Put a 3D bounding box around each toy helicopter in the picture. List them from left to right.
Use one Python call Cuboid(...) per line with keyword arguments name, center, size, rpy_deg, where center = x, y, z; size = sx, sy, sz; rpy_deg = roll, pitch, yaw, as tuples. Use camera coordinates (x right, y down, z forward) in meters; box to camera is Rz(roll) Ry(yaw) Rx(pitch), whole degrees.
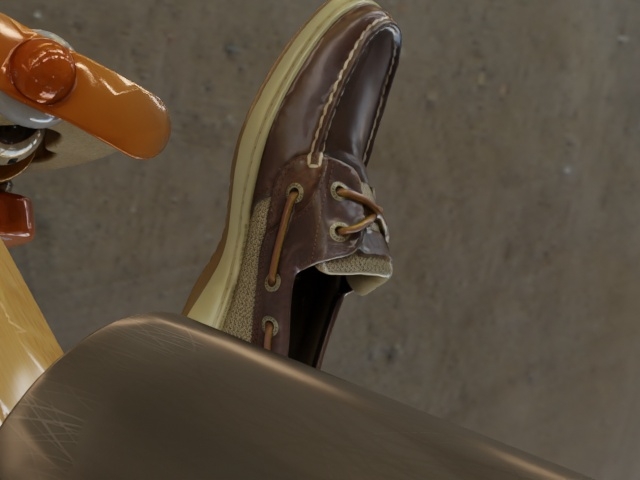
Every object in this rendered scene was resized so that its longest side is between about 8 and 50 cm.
Cuboid(name="toy helicopter", center=(-0.258, -0.087, 0.948), size=(0.355, 0.235, 0.140), rpy_deg=(9, 75, -54))

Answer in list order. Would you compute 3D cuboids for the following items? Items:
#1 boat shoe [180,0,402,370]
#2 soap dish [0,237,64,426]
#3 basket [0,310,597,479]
Cuboid(name="boat shoe", center=(0.000, 0.000, 1.049), size=(0.123, 0.123, 0.342), rpy_deg=(29, 83, -64))
Cuboid(name="soap dish", center=(-0.248, 0.112, 0.879), size=(0.118, 0.229, 0.291), rpy_deg=(-15, 152, -40))
Cuboid(name="basket", center=(0.015, 0.121, 0.449), size=(0.204, 0.227, 0.154), rpy_deg=(-16, 124, -51))
